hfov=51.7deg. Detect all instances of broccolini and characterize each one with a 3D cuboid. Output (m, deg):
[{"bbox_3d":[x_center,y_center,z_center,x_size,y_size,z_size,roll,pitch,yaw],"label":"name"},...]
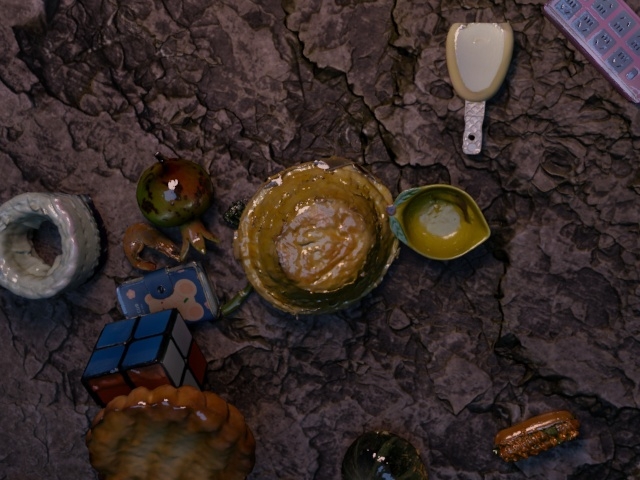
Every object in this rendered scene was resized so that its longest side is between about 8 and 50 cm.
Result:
[{"bbox_3d":[-0.175,0.031,1.394,0.123,0.062,0.271,25,103,10],"label":"broccolini"}]

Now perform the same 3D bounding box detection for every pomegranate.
[{"bbox_3d":[-0.282,-0.068,1.343,0.156,0.156,0.220,-26,89,11],"label":"pomegranate"}]

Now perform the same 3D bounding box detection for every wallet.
[{"bbox_3d":[-0.327,0.126,1.427,0.202,0.059,0.141,-16,102,12],"label":"wallet"}]

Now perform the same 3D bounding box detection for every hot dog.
[{"bbox_3d":[0.440,0.404,1.354,0.188,0.055,0.072,-27,95,10],"label":"hot dog"}]

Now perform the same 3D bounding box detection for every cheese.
[{"bbox_3d":[0.302,-0.293,1.275,0.127,0.054,0.251,3,99,11],"label":"cheese"}]

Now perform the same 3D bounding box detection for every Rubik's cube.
[{"bbox_3d":[-0.358,0.271,1.369,0.183,0.167,0.180,-15,122,12],"label":"Rubik's cube"}]

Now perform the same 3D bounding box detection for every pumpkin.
[{"bbox_3d":[0.129,0.489,1.367,0.190,0.146,0.190,16,121,29],"label":"pumpkin"}]

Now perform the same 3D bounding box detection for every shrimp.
[{"bbox_3d":[-0.363,0.024,1.407,0.162,0.045,0.095,30,82,23],"label":"shrimp"}]

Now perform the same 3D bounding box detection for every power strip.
[{"bbox_3d":[0.540,-0.382,1.233,0.109,0.037,0.279,-44,90,11],"label":"power strip"}]

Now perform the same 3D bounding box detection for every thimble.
[{"bbox_3d":[-0.575,0.000,1.399,0.237,0.150,0.237,1,97,8],"label":"thimble"}]

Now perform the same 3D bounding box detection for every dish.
[{"bbox_3d":[0.230,-0.042,1.308,0.208,0.080,0.148,17,102,4],"label":"dish"}]

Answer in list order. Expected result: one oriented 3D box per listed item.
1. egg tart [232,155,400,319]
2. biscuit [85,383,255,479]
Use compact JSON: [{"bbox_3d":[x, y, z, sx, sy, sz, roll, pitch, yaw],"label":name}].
[{"bbox_3d":[0.001,0.000,1.300,0.341,0.132,0.341,-1,99,-4],"label":"egg tart"},{"bbox_3d":[-0.287,0.396,1.291,0.326,0.107,0.325,-1,124,-2],"label":"biscuit"}]
